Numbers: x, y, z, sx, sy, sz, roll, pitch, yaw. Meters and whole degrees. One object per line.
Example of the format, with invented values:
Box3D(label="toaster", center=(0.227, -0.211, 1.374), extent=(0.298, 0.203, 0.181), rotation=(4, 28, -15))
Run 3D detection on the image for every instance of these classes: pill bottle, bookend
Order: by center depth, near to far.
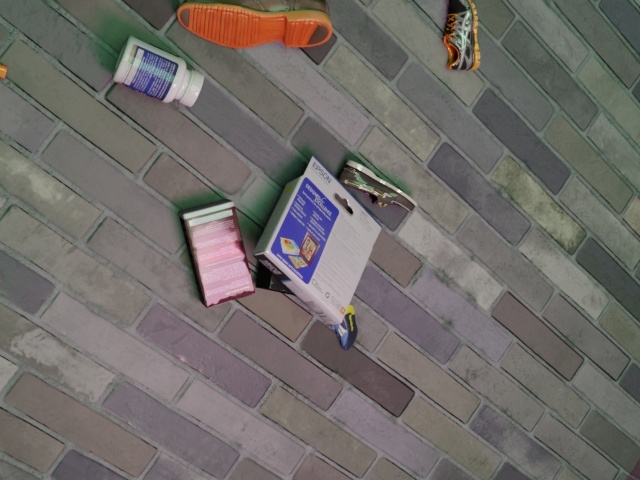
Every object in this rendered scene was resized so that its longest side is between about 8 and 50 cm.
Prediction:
Box3D(label="pill bottle", center=(-0.367, -0.378, 1.738), extent=(0.186, 0.112, 0.112), rotation=(21, 90, -23))
Box3D(label="bookend", center=(-0.070, 0.059, 1.946), extent=(0.156, 0.072, 0.157), rotation=(14, 82, -34))

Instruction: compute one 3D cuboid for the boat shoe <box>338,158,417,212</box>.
Box3D(label="boat shoe", center=(0.150, -0.128, 2.004), extent=(0.227, 0.081, 0.069), rotation=(30, 89, -16))

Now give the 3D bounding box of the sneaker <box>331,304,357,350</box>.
Box3D(label="sneaker", center=(0.061, 0.227, 2.040), extent=(0.053, 0.059, 0.144), rotation=(-37, 131, -45))

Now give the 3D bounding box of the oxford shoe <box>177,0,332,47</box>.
Box3D(label="oxford shoe", center=(-0.157, -0.544, 1.814), extent=(0.363, 0.130, 0.133), rotation=(2, 65, -15))

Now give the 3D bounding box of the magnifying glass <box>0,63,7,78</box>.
Box3D(label="magnifying glass", center=(-0.783, -0.387, 1.608), extent=(0.230, 0.026, 0.092), rotation=(12, 114, -29))

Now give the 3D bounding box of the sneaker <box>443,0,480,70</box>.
Box3D(label="sneaker", center=(0.365, -0.551, 2.022), extent=(0.083, 0.084, 0.215), rotation=(-16, 105, -14))

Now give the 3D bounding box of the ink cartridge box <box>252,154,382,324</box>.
Box3D(label="ink cartridge box", center=(0.000, 0.000, 1.919), extent=(0.303, 0.072, 0.307), rotation=(44, 53, -30))

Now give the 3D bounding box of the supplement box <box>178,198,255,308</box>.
Box3D(label="supplement box", center=(-0.253, 0.030, 1.868), extent=(0.130, 0.073, 0.240), rotation=(-16, 103, -18))
